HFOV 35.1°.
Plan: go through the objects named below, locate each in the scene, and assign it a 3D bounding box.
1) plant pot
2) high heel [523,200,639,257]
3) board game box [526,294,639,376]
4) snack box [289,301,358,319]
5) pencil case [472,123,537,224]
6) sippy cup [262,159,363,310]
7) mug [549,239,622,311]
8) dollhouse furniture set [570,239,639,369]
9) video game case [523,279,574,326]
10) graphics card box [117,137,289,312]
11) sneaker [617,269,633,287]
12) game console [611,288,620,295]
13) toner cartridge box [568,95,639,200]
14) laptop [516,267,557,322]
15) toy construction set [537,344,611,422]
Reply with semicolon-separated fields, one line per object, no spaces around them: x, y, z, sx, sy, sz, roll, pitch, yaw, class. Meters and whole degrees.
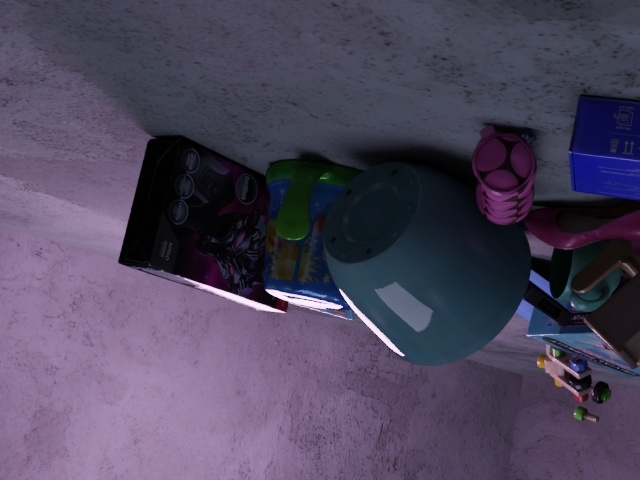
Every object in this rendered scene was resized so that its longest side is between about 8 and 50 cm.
0.143;0.015;1.581;0.293;0.293;0.235;1;151;45;plant pot
0.423;-0.039;1.581;0.244;0.082;0.117;20;146;38;high heel
0.586;0.183;1.889;0.254;0.079;0.336;23;166;-17;board game box
-0.002;0.060;2.035;0.322;0.060;0.187;13;-144;42;snack box
0.255;-0.087;1.411;0.095;0.098;0.209;-34;165;0;pencil case
0.000;0.000;1.775;0.305;0.224;0.240;20;166;-37;sippy cup
0.464;0.059;1.757;0.097;0.157;0.129;9;164;-4;mug
0.595;0.191;1.628;0.355;0.174;0.303;45;-173;-27;dollhouse furniture set
0.310;0.042;1.820;0.275;0.035;0.248;41;-173;32;video game case
-0.180;-0.020;1.844;0.094;0.232;0.371;4;166;41;graphics card box
0.545;0.046;1.840;0.221;0.087;0.083;19;-156;17;sneaker
0.728;0.210;2.178;0.293;0.173;0.250;15;144;-15;game console
0.474;-0.090;1.185;0.348;0.075;0.165;9;170;17;toner cartridge box
0.376;0.182;2.240;0.408;0.236;0.382;-20;172;-8;laptop
0.624;0.262;2.591;0.237;0.257;0.309;19;155;39;toy construction set
